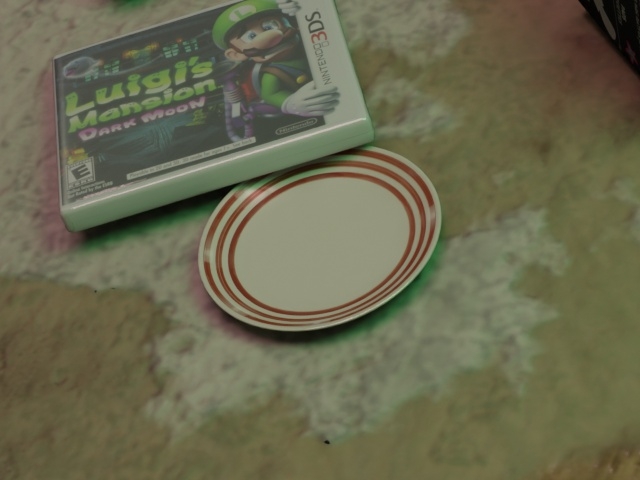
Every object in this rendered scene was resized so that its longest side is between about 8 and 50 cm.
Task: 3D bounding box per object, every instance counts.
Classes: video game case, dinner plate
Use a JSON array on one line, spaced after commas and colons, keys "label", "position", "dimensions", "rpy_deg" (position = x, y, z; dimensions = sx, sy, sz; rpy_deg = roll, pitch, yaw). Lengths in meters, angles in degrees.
[{"label": "video game case", "position": [-0.073, -0.090, 1.036], "dimensions": [0.190, 0.022, 0.173], "rpy_deg": [-17, 39, 3]}, {"label": "dinner plate", "position": [0.000, 0.000, 0.944], "dimensions": [0.141, 0.017, 0.141], "rpy_deg": [-9, 46, 9]}]

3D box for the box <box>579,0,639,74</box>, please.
[{"label": "box", "position": [0.276, -0.199, 0.936], "dimensions": [0.247, 0.163, 0.142], "rpy_deg": [-25, 49, -5]}]
